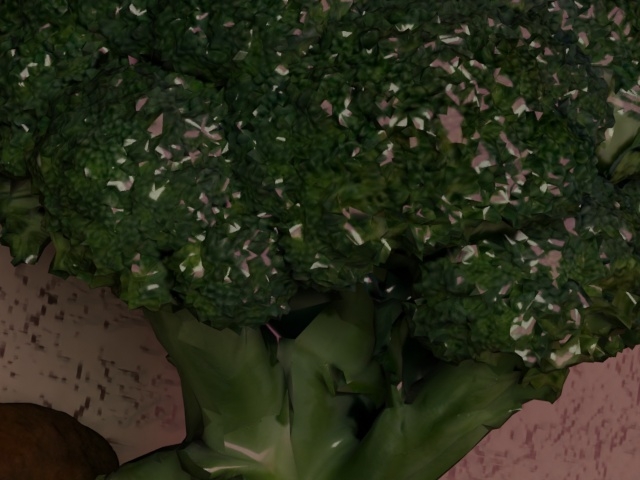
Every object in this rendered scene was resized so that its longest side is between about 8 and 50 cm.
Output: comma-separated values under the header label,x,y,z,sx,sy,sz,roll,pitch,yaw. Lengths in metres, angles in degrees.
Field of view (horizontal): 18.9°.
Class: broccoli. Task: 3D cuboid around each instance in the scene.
label,x,y,z,sx,sy,sz,roll,pitch,yaw
broccoli,0.000,0.000,0.625,0.270,0.270,0.270,4,101,-39

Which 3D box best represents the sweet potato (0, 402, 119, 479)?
label,x,y,z,sx,sy,sz,roll,pitch,yaw
sweet potato,-0.176,0.108,0.594,0.273,0.075,0.075,-29,107,-39
